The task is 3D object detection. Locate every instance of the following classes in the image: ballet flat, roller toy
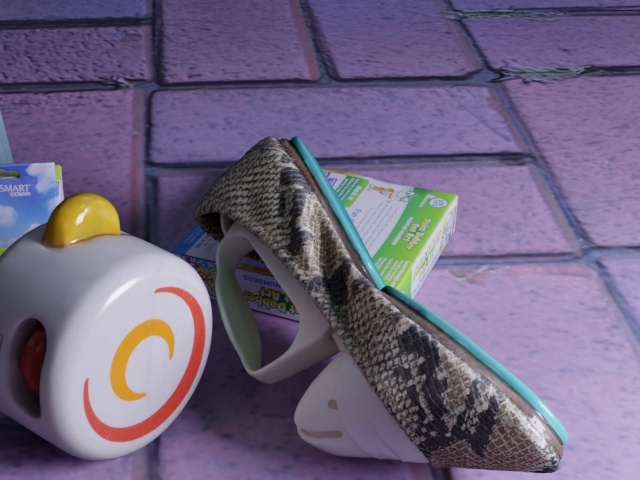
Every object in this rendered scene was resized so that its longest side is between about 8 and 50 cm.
[{"bbox_3d":[0.019,0.084,1.138,0.182,0.164,0.483,-38,48,-3],"label":"ballet flat"},{"bbox_3d":[-0.206,0.081,1.097,0.146,0.209,0.191,23,66,33],"label":"roller toy"}]

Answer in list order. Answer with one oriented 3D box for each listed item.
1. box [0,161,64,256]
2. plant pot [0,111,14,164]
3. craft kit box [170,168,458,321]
[{"bbox_3d":[-0.310,-0.007,1.254,0.109,0.178,0.042,-2,31,-6],"label":"box"},{"bbox_3d":[-0.522,-0.166,1.440,0.247,0.252,0.248,-22,38,-33],"label":"plant pot"},{"bbox_3d":[0.000,0.000,1.380,0.246,0.061,0.250,11,32,20],"label":"craft kit box"}]
